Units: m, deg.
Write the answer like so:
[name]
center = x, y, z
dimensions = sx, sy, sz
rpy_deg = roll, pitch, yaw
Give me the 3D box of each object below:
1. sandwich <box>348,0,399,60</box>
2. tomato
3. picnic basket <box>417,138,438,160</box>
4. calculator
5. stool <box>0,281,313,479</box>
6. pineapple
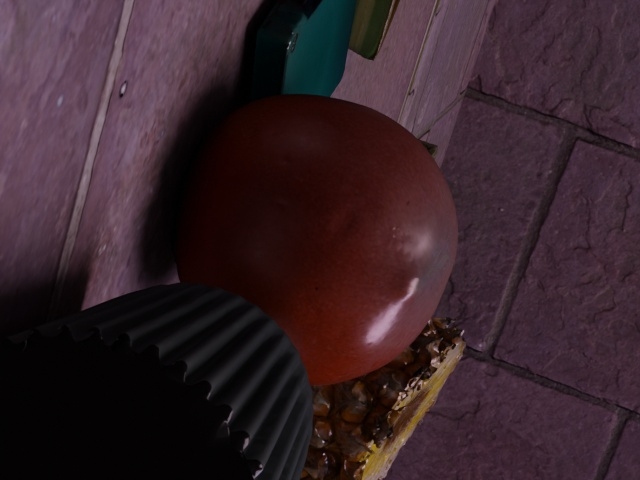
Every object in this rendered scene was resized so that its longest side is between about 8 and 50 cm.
[sandwich]
center = 0.061, -0.315, 2.004
dimensions = 0.074, 0.074, 0.116
rpy_deg = 27, 85, -82
[tomato]
center = 0.000, 0.000, 1.593
dimensions = 0.321, 0.321, 0.321
rpy_deg = 20, 90, -80
[picnic basket]
center = 0.042, -0.072, 2.035
dimensions = 0.154, 0.196, 0.134
rpy_deg = -56, 164, -51
[calculator]
center = -0.025, -0.223, 1.765
dimensions = 0.248, 0.058, 0.274
rpy_deg = 99, 15, -47
[stool]
center = -0.155, 0.185, 1.255
dimensions = 0.330, 0.297, 0.297
rpy_deg = -44, 153, -78
[pineapple]
center = 0.008, 0.182, 2.023
dimensions = 0.352, 0.300, 0.352
rpy_deg = -58, 173, -10
